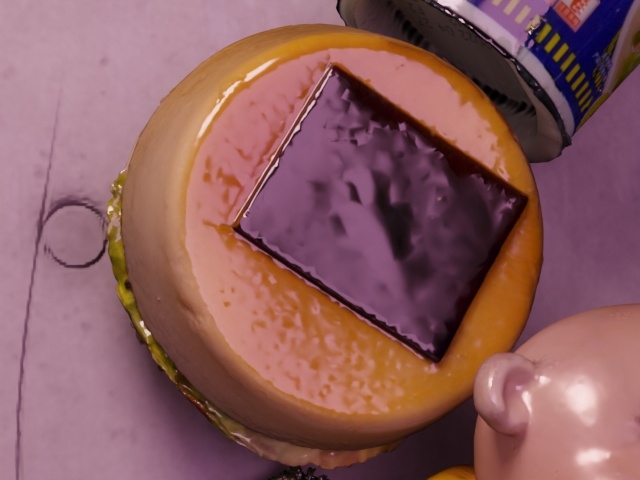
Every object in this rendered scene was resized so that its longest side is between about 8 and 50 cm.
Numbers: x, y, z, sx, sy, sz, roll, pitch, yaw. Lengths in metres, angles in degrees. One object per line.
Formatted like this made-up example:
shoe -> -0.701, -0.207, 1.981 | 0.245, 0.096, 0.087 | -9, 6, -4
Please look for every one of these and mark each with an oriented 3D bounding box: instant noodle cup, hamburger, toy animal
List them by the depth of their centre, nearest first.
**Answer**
toy animal -> 0.237, 0.158, 1.151 | 0.345, 0.277, 0.247 | 0, 113, -42
hamburger -> 0.000, 0.000, 1.191 | 0.300, 0.176, 0.300 | 2, 84, -16
instant noodle cup -> 0.175, -0.235, 1.275 | 0.284, 0.284, 0.312 | 39, 77, -10

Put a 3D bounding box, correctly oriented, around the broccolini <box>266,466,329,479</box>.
broccolini -> -0.105, 0.199, 1.195 | 0.239, 0.051, 0.054 | -14, 91, -15
